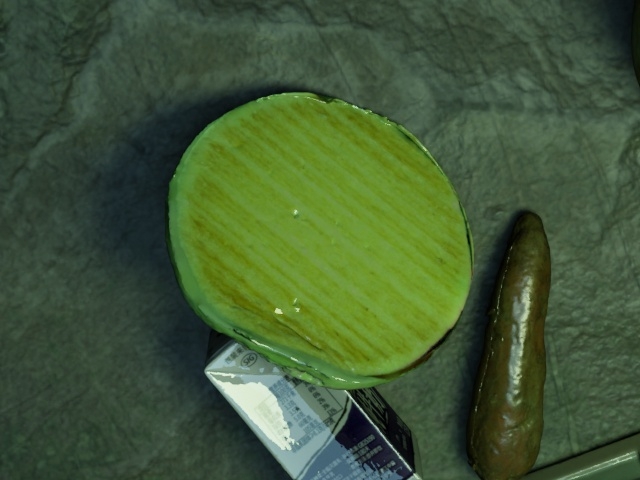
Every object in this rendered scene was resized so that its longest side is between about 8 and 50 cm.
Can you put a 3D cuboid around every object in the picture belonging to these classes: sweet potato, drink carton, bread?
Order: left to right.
[{"bbox_3d":[-0.008,0.157,1.858,0.102,0.134,0.222,-38,101,10],"label":"drink carton"},{"bbox_3d":[0.000,-0.005,1.790,0.301,0.045,0.301,9,63,-18],"label":"bread"},{"bbox_3d":[0.183,0.110,1.882,0.075,0.075,0.273,4,102,-2],"label":"sweet potato"}]

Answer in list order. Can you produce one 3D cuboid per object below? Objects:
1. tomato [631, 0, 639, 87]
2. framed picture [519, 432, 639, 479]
[{"bbox_3d":[0.383,-0.196,1.724,0.222,0.270,0.270,10,106,34],"label":"tomato"},{"bbox_3d":[0.148,0.364,1.823,0.446,0.326,0.028,-21,128,3],"label":"framed picture"}]
